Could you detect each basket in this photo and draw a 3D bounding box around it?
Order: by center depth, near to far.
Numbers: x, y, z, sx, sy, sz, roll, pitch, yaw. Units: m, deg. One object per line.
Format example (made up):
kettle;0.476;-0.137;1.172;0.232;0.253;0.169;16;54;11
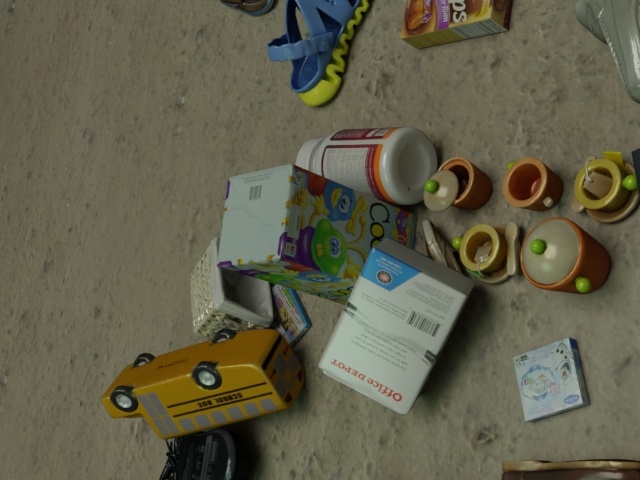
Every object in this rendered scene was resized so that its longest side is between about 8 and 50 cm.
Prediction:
basket;-0.160;0.096;1.778;0.103;0.113;0.167;-48;33;28

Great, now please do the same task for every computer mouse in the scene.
computer mouse;-0.191;0.381;1.765;0.272;0.072;0.188;-7;69;57

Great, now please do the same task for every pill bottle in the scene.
pill bottle;0.069;-0.118;1.625;0.221;0.121;0.121;4;79;48

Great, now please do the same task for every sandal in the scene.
sandal;-0.002;-0.407;1.801;0.126;0.138;0.317;7;79;50

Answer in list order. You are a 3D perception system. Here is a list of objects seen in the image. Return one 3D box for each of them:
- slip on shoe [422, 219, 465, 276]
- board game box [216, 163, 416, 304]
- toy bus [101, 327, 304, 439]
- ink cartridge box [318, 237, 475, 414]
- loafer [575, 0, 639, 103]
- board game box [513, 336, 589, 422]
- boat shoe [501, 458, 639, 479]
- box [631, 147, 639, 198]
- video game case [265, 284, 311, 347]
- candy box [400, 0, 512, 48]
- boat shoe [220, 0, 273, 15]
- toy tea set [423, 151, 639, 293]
slip on shoe;0.184;0.023;1.512;0.041;0.051;0.135;-14;48;0
board game box;0.000;0.000;1.537;0.144;0.275;0.142;-8;70;45
toy bus;-0.203;0.244;1.712;0.333;0.130;0.108;-19;23;28
ink cartridge box;0.108;0.121;1.450;0.148;0.086;0.203;28;109;10
loafer;0.401;-0.306;1.355;0.111;0.112;0.319;-32;46;42
board game box;0.302;0.184;1.336;0.090;0.020;0.090;-27;56;38
boat shoe;0.311;0.305;1.247;0.207;0.073;0.073;-19;64;50
box;0.444;-0.028;1.158;0.093;0.158;0.156;-24;59;40
video game case;-0.090;0.158;1.773;0.166;0.015;0.119;-49;45;23
candy box;0.217;-0.377;1.615;0.187;0.053;0.109;-2;74;45
boat shoe;-0.164;-0.499;2.060;0.183;0.066;0.066;17;89;49
toy tea set;0.260;-0.036;1.385;0.336;0.124;0.200;6;80;48
